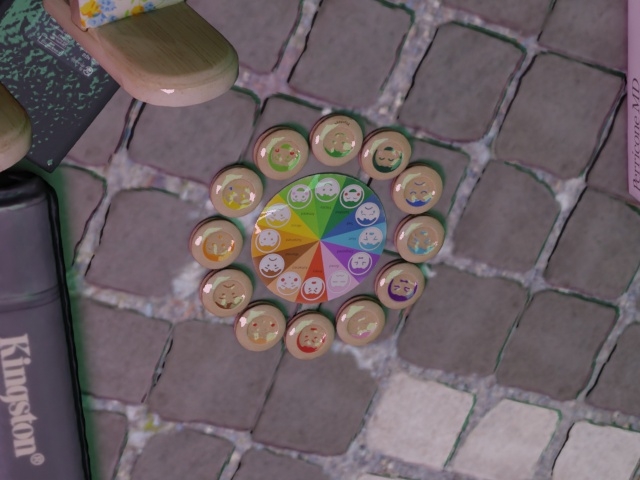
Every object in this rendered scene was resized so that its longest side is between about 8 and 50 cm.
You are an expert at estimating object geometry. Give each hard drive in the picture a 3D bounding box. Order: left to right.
[{"bbox_3d":[-0.164,-0.118,1.116,0.094,0.022,0.135,35,99,-31],"label":"hard drive"}]

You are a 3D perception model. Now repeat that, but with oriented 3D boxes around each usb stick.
[{"bbox_3d":[-0.197,0.084,1.189,0.077,0.045,0.278,-11,118,-16],"label":"usb stick"}]

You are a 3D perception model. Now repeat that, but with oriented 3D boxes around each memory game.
[{"bbox_3d":[0.000,0.000,1.241,0.186,0.012,0.186,-9,117,-17],"label":"memory game"}]

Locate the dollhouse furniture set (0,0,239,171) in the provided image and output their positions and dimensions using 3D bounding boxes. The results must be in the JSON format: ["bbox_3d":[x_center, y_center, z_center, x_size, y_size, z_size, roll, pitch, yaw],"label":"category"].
[{"bbox_3d":[-0.053,-0.233,0.904,0.394,0.256,0.362,-21,132,-25],"label":"dollhouse furniture set"}]

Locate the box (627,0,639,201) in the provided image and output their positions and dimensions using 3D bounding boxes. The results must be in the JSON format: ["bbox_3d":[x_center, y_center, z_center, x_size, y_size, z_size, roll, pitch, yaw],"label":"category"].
[{"bbox_3d":[0.317,-0.104,1.244,0.182,0.119,0.181,-13,119,-13],"label":"box"}]
